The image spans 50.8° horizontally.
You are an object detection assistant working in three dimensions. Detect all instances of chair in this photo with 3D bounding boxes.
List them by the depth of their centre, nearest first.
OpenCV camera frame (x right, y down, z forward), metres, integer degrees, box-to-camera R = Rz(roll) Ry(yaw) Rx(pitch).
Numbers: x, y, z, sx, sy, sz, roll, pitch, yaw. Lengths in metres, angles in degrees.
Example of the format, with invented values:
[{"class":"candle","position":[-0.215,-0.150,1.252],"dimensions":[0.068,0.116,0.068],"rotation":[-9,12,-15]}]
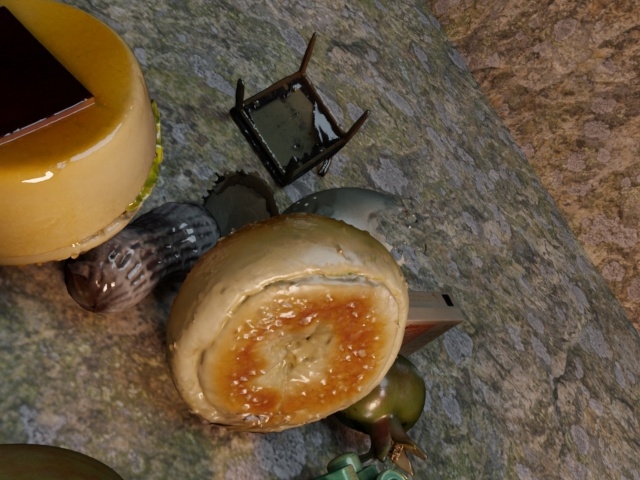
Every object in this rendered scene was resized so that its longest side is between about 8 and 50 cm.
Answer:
[{"class":"chair","position":[-0.046,-0.206,1.194],"dimensions":[0.188,0.166,0.272],"rotation":[56,-10,2]}]

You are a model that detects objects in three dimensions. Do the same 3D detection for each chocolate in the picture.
[{"class":"chocolate","position":[-0.207,0.017,0.816],"dimensions":[0.110,0.110,0.248],"rotation":[57,35,2]}]

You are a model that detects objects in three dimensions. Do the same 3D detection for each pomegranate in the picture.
[{"class":"pomegranate","position":[0.084,0.241,0.959],"dimensions":[0.152,0.131,0.191],"rotation":[19,35,-35]}]

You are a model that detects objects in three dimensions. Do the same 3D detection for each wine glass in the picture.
[{"class":"wine glass","position":[-0.005,0.000,1.027],"dimensions":[0.357,0.190,0.190],"rotation":[5,57,-45]}]

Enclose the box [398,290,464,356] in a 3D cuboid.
[{"class":"box","position":[0.128,0.140,1.109],"dimensions":[0.201,0.141,0.058],"rotation":[10,49,-50]}]

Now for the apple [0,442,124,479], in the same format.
[{"class":"apple","position":[-0.231,0.265,0.438],"dimensions":[0.234,0.256,0.256],"rotation":[-2,57,-18]}]

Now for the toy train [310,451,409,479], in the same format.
[{"class":"toy train","position":[0.057,0.411,0.795],"dimensions":[0.194,0.120,0.298],"rotation":[-8,67,-50]}]

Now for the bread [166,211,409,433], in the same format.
[{"class":"bread","position":[-0.042,0.096,0.797],"dimensions":[0.306,0.305,0.158],"rotation":[25,25,-39]}]

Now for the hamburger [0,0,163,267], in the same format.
[{"class":"hamburger","position":[-0.305,-0.108,0.692],"dimensions":[0.301,0.176,0.300],"rotation":[8,54,-11]}]
